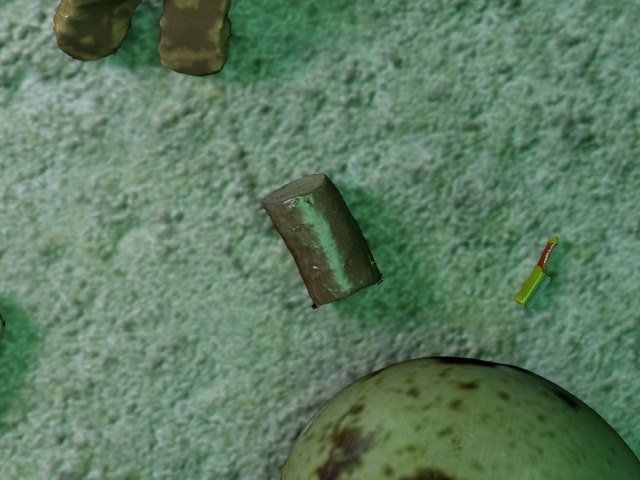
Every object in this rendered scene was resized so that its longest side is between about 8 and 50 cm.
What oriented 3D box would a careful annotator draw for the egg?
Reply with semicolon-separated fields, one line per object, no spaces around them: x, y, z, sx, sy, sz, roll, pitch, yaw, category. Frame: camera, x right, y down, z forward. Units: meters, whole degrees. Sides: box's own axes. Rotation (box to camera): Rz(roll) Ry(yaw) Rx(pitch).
0.160;0.294;1.425;0.428;0.345;0.345;23;90;-21;egg

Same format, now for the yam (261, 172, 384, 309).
0.002;0.000;1.506;0.084;0.084;0.127;-28;102;-8;yam

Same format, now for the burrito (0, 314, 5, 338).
-0.346;0.108;1.465;0.055;0.041;0.149;13;91;2;burrito

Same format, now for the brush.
0.238;0.034;1.583;0.021;0.019;0.083;29;89;-21;brush

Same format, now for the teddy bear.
-0.160;-0.335;1.427;0.246;0.222;0.296;7;136;-18;teddy bear
